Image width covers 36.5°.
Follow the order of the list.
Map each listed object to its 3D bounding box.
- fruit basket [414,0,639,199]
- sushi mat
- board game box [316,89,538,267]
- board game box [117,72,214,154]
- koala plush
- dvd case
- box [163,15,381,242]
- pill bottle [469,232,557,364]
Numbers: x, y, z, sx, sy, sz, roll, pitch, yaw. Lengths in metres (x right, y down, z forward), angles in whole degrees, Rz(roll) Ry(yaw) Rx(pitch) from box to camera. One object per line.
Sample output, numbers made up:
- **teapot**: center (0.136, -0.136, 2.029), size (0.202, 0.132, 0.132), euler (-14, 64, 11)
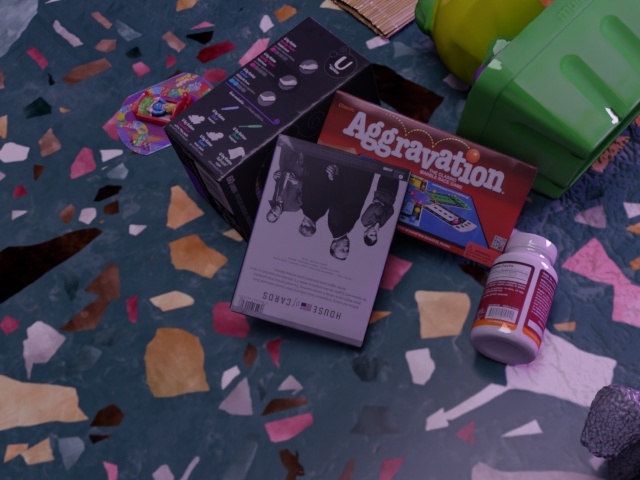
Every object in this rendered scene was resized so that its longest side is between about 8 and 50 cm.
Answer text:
- **fruit basket**: center (0.293, -0.286, 1.339), size (0.392, 0.283, 0.392), euler (1, 70, -2)
- **sushi mat**: center (0.178, -0.454, 1.595), size (0.316, 0.019, 0.151), euler (-37, 57, -12)
- **board game box**: center (0.127, -0.081, 1.278), size (0.281, 0.027, 0.145), euler (22, 100, 6)
- **board game box**: center (-0.246, -0.212, 1.530), size (0.168, 0.033, 0.133), euler (-23, 57, -3)
- **koala plush**: center (0.363, 0.283, 1.024), size (0.196, 0.203, 0.221), euler (14, 84, 19)
- **dvd case**: center (0.000, 0.000, 1.254), size (0.179, 0.029, 0.239), euler (16, 92, 1)
- **box**: center (-0.057, -0.156, 1.373), size (0.270, 0.165, 0.143), euler (-40, 58, -12)
- **pill bottle**: center (0.246, 0.071, 1.212), size (0.086, 0.086, 0.152), euler (13, 62, 20)
